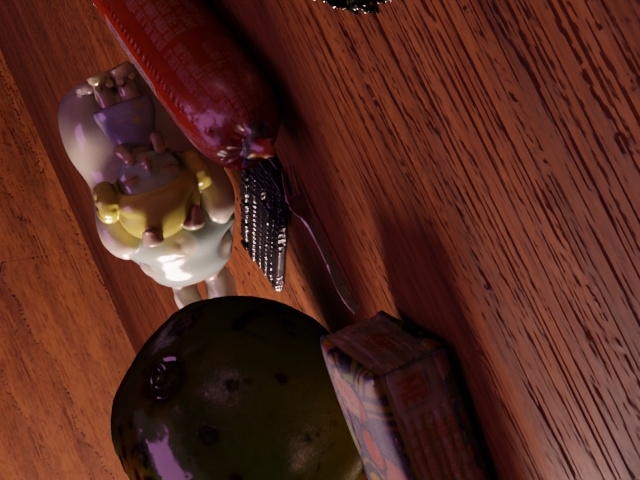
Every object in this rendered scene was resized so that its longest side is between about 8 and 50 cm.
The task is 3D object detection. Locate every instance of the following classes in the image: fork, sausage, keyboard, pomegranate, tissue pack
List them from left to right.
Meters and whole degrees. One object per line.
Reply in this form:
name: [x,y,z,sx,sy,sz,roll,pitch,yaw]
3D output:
sausage: [-0.096,-0.133,1.054,0.274,0.074,0.074,54,162,45]
pomegranate: [-0.043,0.148,1.124,0.248,0.202,0.202,40,-172,-41]
keyboard: [-0.044,-0.019,1.165,0.060,0.018,0.195,59,166,20]
fork: [-0.001,0.000,1.031,0.115,0.016,0.012,63,158,7]
tissue pack: [0.058,0.127,0.910,0.148,0.060,0.108,70,165,-16]

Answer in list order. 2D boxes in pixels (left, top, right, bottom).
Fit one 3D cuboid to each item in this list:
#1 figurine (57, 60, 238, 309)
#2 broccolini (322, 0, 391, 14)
figurine: [-0.125,-0.027,1.220,0.235,0.127,0.155,68,165,-1]
broccolini: [0.001,-0.162,0.720,0.201,0.058,0.074,-104,11,-70]
